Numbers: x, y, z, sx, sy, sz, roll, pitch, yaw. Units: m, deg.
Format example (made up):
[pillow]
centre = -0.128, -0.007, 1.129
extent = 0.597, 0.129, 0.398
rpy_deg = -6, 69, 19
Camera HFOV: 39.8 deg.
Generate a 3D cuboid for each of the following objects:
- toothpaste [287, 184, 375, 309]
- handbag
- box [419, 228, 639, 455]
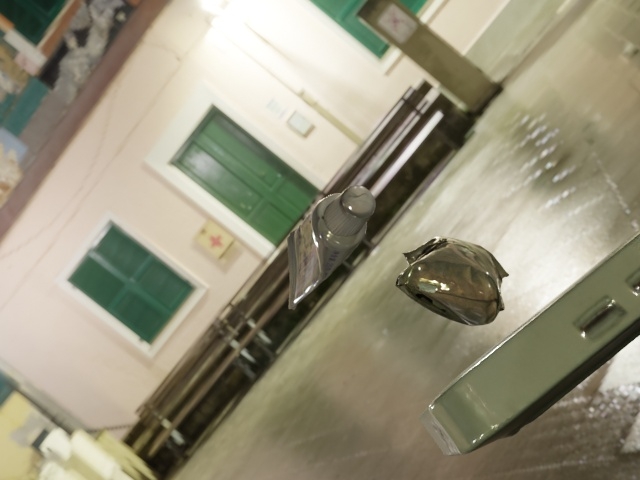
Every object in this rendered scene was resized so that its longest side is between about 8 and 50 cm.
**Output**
[toothpaste]
centre = 0.001, -0.001, 1.127
extent = 0.099, 0.068, 0.282
rpy_deg = -60, 7, -26
[handbag]
centre = 0.203, 0.057, 1.373
extent = 0.270, 0.183, 0.117
rpy_deg = -38, -42, -75
[box]
centre = 0.283, 0.115, 1.023
extent = 0.373, 0.090, 0.367
rpy_deg = -37, -13, -4
